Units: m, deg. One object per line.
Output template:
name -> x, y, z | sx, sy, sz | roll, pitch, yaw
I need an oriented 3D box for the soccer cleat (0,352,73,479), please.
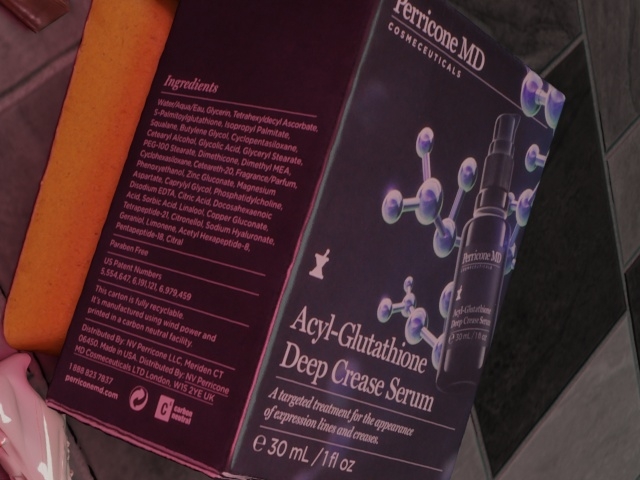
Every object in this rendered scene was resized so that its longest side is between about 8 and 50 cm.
soccer cleat -> -0.235, 0.184, 1.104 | 0.076, 0.068, 0.196 | -45, 129, -37

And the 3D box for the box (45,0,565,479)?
box -> 0.000, 0.000, 1.090 | 0.293, 0.212, 0.395 | 23, 82, -50

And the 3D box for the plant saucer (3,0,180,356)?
plant saucer -> -0.098, -0.034, 1.193 | 0.333, 0.081, 0.332 | 18, 86, -51

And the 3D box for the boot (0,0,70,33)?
boot -> -0.229, -0.226, 1.009 | 0.114, 0.037, 0.106 | 29, 92, -47
